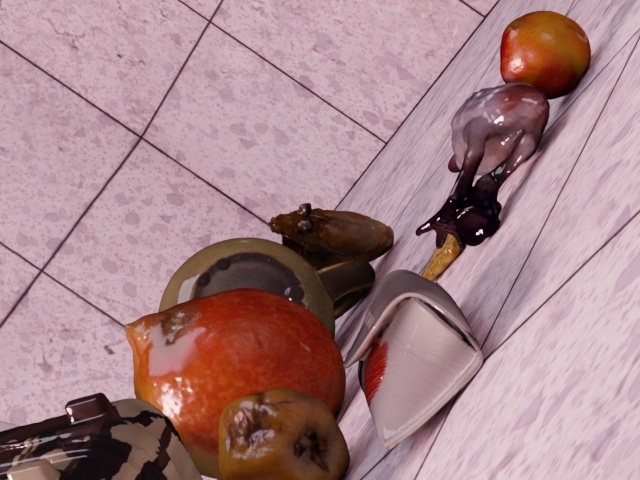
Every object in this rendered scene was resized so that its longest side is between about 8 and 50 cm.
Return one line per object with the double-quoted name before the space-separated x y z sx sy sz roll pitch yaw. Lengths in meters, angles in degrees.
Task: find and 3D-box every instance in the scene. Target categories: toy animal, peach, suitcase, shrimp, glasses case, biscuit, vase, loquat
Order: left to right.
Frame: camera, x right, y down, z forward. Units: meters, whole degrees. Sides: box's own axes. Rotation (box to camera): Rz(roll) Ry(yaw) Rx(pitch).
"suitcase" -0.232 0.331 1.643 0.351 0.339 0.194 -16 22 28
"peach" -0.106 0.156 2.106 0.232 0.257 0.232 -55 -1 -1
"vase" -0.069 0.117 2.571 0.329 0.241 0.302 -26 -15 -14
"loquat" -0.034 0.200 1.774 0.113 0.137 0.137 -25 -17 -37
"shrimp" 0.000 0.001 2.625 0.154 0.062 0.294 -26 -25 21
"glasses case" 0.071 0.095 1.623 0.128 0.083 0.308 -55 3 2
"biscuit" 0.144 0.004 2.037 0.081 0.018 0.083 -58 4 -38
"toy animal" 0.178 -0.107 1.985 0.195 0.090 0.324 -51 8 20
"peach" 0.239 -0.201 1.991 0.101 0.101 0.101 -55 3 5

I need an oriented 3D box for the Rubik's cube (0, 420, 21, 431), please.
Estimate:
"Rubik's cube" -0.374 0.393 1.999 0.291 0.290 0.291 -42 -49 -43
